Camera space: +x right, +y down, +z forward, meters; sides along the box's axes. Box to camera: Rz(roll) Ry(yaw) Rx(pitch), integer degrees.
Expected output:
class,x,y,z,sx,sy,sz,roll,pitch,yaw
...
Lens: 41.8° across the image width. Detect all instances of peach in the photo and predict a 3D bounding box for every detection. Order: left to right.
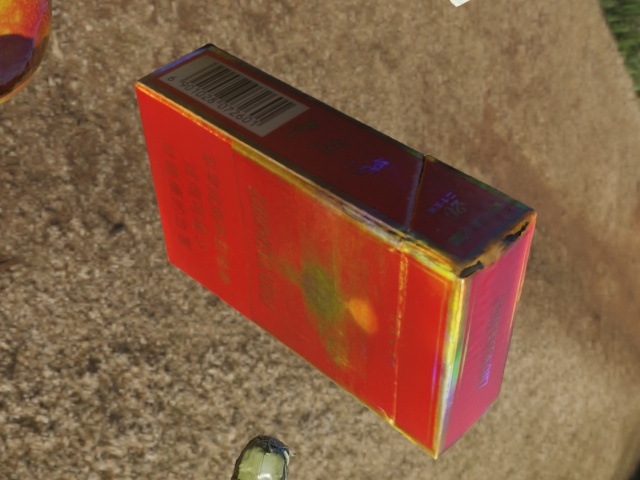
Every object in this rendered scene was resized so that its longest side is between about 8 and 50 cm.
class,x,y,z,sx,sy,sz,roll,pitch,yaw
peach,-0.420,-0.258,0.944,0.231,0.231,0.230,-6,97,-63

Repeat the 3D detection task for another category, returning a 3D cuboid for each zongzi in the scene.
class,x,y,z,sx,sy,sz,roll,pitch,yaw
zongzi,-0.054,0.234,0.829,0.119,0.055,0.109,-5,112,-77

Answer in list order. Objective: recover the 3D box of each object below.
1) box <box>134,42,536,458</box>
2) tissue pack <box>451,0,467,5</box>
class,x,y,z,sx,sy,sz,roll,pitch,yaw
box,-0.001,0.000,0.643,0.089,0.313,0.197,-35,143,-32
tissue pack,0.198,-0.313,0.961,0.023,0.108,0.056,37,55,-29
